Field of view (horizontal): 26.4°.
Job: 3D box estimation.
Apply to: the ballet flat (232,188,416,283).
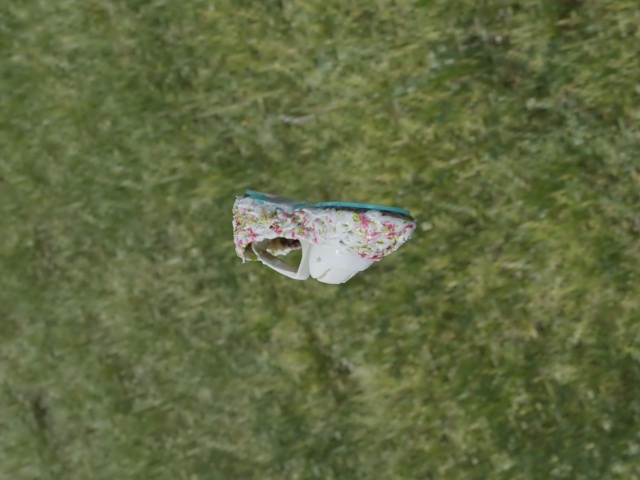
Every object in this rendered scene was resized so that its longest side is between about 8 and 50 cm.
[{"bbox_3d":[0.000,0.000,1.235,0.241,0.091,0.077,8,87,56],"label":"ballet flat"}]
